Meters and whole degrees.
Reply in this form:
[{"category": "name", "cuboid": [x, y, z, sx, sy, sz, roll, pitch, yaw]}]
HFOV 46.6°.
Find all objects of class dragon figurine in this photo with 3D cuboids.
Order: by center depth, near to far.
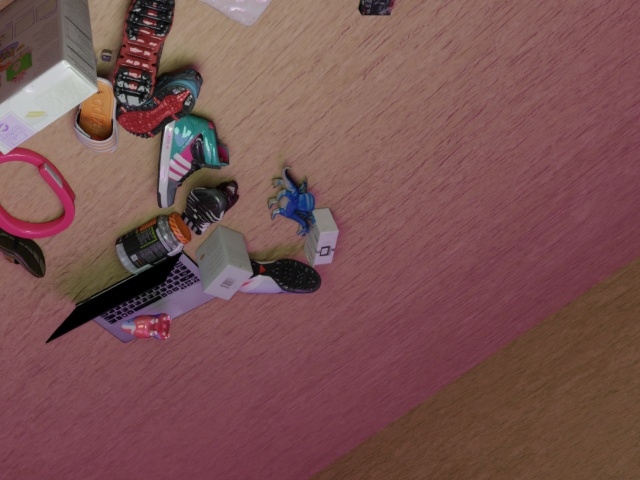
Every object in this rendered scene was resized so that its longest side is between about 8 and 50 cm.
[{"category": "dragon figurine", "cuboid": [-0.067, -0.127, 2.124, 0.144, 0.085, 0.289, -4, 138, -18]}]

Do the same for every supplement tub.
[{"category": "supplement tub", "cuboid": [-0.466, 0.005, 2.087, 0.191, 0.117, 0.117, -27, 139, 9]}]

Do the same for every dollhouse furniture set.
[{"category": "dollhouse furniture set", "cuboid": [-0.524, -0.369, 1.676, 0.091, 0.081, 0.114, 5, 134, -27]}]

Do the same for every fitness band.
[{"category": "fitness band", "cuboid": [-0.753, -0.117, 1.892, 0.209, 0.054, 0.290, -18, 139, 2]}]

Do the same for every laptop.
[{"category": "laptop", "cuboid": [-0.530, 0.220, 2.208, 0.382, 0.236, 0.408, -26, 139, 9]}]

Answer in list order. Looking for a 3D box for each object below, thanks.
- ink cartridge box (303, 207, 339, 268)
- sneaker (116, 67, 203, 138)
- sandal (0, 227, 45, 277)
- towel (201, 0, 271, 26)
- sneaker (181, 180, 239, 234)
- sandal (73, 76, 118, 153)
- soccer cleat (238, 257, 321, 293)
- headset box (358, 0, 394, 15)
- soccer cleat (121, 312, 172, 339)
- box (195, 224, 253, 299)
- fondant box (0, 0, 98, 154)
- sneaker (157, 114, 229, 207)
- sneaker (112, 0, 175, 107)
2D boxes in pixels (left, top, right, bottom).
[{"category": "ink cartridge box", "cuboid": [0.000, 0.000, 2.277, 0.060, 0.104, 0.180, -7, 139, -18]}, {"category": "sneaker", "cuboid": [-0.374, -0.329, 1.763, 0.262, 0.125, 0.104, -13, 129, 33]}, {"category": "sandal", "cuboid": [-0.825, 0.028, 1.996, 0.060, 0.089, 0.219, -17, 144, 23]}, {"category": "towel", "cuboid": [-0.194, -0.637, 1.532, 0.332, 0.053, 0.317, 22, 125, -36]}, {"category": "sneaker", "cuboid": [-0.274, -0.119, 1.987, 0.162, 0.106, 0.281, -43, -173, -25]}, {"category": "sandal", "cuboid": [-0.531, -0.273, 1.738, 0.102, 0.076, 0.265, 13, 147, -8]}, {"category": "soccer cleat", "cuboid": [-0.154, 0.121, 2.306, 0.319, 0.108, 0.116, 5, 151, 4]}, {"category": "headset box", "cuboid": [0.137, -0.567, 1.759, 0.083, 0.032, 0.062, -6, 138, -17]}, {"category": "soccer cleat", "cuboid": [-0.510, 0.254, 2.210, 0.095, 0.083, 0.248, 6, 175, 4]}, {"category": "box", "cuboid": [-0.284, 0.064, 2.182, 0.091, 0.170, 0.130, 22, 124, -37]}, {"category": "fondant box", "cuboid": [-0.574, -0.359, 1.476, 0.238, 0.330, 0.096, -30, 138, 13]}, {"category": "sneaker", "cuboid": [-0.327, -0.199, 1.920, 0.179, 0.123, 0.295, 5, 133, -14]}, {"category": "sneaker", "cuboid": [-0.393, -0.437, 1.645, 0.098, 0.135, 0.276, 14, 107, -18]}]
